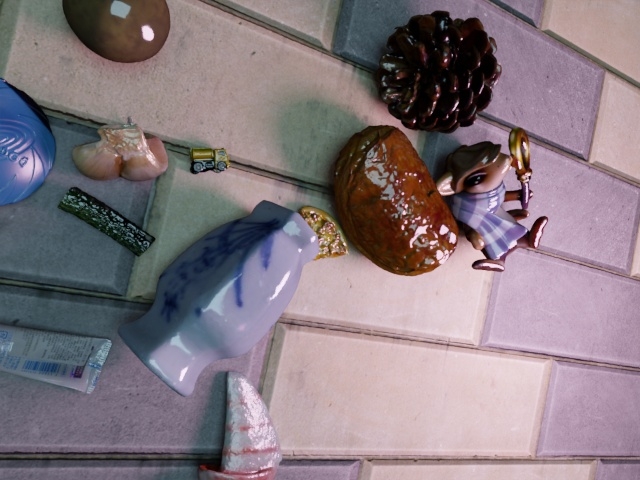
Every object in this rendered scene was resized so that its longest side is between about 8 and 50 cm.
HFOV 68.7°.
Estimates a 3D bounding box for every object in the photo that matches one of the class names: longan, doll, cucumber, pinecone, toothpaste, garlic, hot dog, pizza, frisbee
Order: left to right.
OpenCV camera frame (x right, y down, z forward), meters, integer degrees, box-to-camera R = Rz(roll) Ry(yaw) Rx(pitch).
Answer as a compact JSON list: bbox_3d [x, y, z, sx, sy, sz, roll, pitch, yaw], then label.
[{"bbox_3d":[-0.595,-0.175,0.818,0.242,0.045,0.241,-7,100,-43],"label":"frisbee"},{"bbox_3d":[-0.563,0.208,0.882,0.299,0.073,0.113,24,82,-32],"label":"toothpaste"},{"bbox_3d":[-0.420,-0.037,0.937,0.187,0.058,0.058,37,77,-23],"label":"cucumber"},{"bbox_3d":[-0.380,-0.437,0.880,0.185,0.159,0.204,0,79,-25],"label":"longan"},{"bbox_3d":[-0.395,-0.174,0.928,0.175,0.099,0.124,-11,116,-20],"label":"garlic"},{"bbox_3d":[0.000,0.000,1.144,0.175,0.046,0.134,35,78,-23],"label":"pizza"},{"bbox_3d":[0.180,-0.096,1.159,0.267,0.174,0.387,-40,107,-22],"label":"hot dog"},{"bbox_3d":[0.287,-0.408,1.150,0.296,0.242,0.298,-17,106,-26],"label":"pinecone"},{"bbox_3d":[0.471,-0.110,1.268,0.318,0.209,0.339,-38,105,-27],"label":"doll"}]

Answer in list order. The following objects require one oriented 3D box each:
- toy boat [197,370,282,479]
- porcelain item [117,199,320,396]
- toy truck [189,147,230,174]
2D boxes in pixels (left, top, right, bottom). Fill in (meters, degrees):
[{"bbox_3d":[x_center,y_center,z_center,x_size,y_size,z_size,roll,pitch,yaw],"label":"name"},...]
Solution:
[{"bbox_3d":[-0.177,0.443,1.076,0.206,0.096,0.282,7,77,-32],"label":"toy boat"},{"bbox_3d":[-0.192,0.103,0.959,0.405,0.243,0.178,-45,132,-21],"label":"porcelain item"},{"bbox_3d":[-0.240,-0.174,1.019,0.083,0.049,0.054,-6,94,-24],"label":"toy truck"}]
